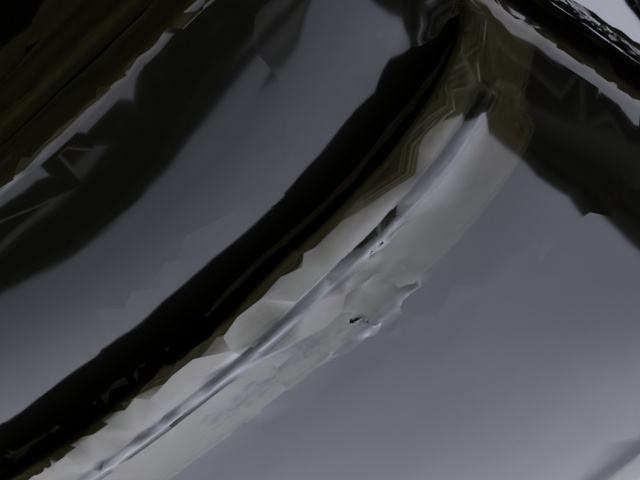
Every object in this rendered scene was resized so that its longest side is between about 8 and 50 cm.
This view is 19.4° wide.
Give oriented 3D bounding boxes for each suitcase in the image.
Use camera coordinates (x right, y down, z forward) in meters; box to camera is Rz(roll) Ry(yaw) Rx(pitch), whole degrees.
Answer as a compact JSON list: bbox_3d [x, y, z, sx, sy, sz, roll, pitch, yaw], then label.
[{"bbox_3d":[0.000,0.000,0.650,0.283,0.434,0.194,-40,-128,21],"label":"suitcase"}]
